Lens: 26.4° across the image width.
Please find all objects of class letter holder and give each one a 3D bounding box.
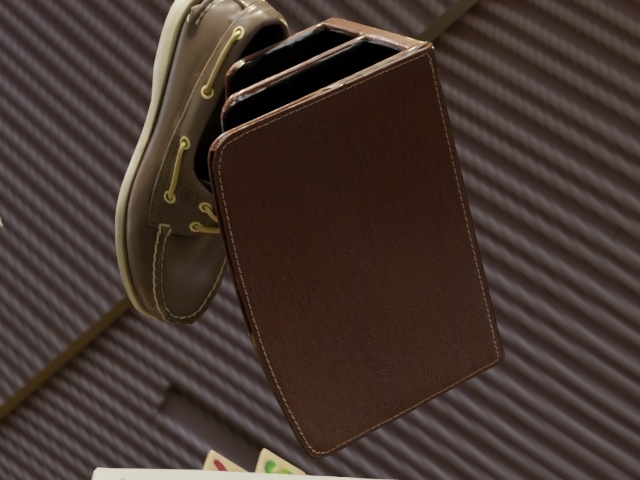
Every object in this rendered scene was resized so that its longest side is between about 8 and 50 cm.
[{"bbox_3d":[0.000,0.000,1.144,0.152,0.214,0.301,29,-39,56],"label":"letter holder"}]

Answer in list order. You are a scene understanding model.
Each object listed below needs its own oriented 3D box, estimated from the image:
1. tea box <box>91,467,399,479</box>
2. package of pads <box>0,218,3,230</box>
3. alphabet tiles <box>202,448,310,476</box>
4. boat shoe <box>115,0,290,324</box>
[{"bbox_3d":[-0.023,0.344,0.681,0.220,0.329,0.323,6,-61,-13],"label":"tea box"},{"bbox_3d":[-0.377,-0.024,0.955,0.229,0.296,0.101,-24,-102,0],"label":"package of pads"},{"bbox_3d":[0.016,0.347,1.392,0.343,0.285,0.011,33,-68,-7],"label":"alphabet tiles"},{"bbox_3d":[-0.100,-0.064,1.219,0.097,0.117,0.324,31,-66,43],"label":"boat shoe"}]
